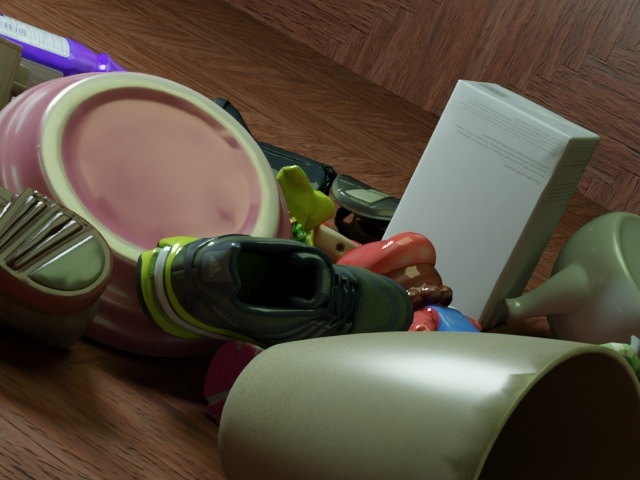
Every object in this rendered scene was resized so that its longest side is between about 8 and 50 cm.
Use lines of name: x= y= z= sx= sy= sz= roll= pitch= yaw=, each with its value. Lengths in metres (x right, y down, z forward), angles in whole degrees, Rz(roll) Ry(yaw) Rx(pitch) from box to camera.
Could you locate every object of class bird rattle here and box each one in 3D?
bird rattle: x=0.000 y=0.000 z=1.876 sx=0.253 sy=0.143 sz=0.207 roll=20 pitch=-2 yaw=-33

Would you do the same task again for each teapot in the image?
teapot: x=0.400 y=0.097 z=2.100 sx=0.256 sy=0.187 sz=0.252 roll=49 pitch=31 yaw=-9

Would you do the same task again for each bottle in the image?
bottle: x=-0.387 y=-0.248 z=2.181 sx=0.283 sy=0.092 sz=0.118 roll=19 pitch=16 yaw=-25

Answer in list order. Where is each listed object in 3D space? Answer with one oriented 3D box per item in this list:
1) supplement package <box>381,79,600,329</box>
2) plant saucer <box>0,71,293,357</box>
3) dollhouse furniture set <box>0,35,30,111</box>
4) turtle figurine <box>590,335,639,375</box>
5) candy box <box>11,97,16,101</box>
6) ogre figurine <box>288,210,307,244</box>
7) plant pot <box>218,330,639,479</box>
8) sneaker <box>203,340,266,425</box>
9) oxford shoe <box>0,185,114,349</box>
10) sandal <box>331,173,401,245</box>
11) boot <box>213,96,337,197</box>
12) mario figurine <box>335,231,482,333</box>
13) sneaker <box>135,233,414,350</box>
supplement package: x=0.220 y=-0.048 z=2.058 sx=0.175 sy=0.293 sz=0.177 roll=29 pitch=14 yaw=18
plant saucer: x=-0.168 y=-0.045 z=1.492 sx=0.332 sy=0.084 sz=0.332 roll=18 pitch=46 yaw=-20
dollhouse furniture set: x=-0.510 y=-0.161 z=1.653 sx=0.355 sy=0.174 sz=0.303 roll=8 pitch=-10 yaw=37
turtle figurine: x=0.233 y=0.198 z=1.343 sx=0.275 sy=0.198 sz=0.266 roll=43 pitch=15 yaw=-44
candy box: x=-0.361 y=-0.141 z=1.831 sx=0.187 sy=0.053 sz=0.109 roll=41 pitch=6 yaw=29
ogre figurine: x=-0.053 y=0.035 z=1.658 sx=0.118 sy=0.097 sz=0.197 roll=65 pitch=19 yaw=-15
plant pot: x=0.063 y=0.170 z=1.150 sx=0.274 sy=0.256 sz=0.256 roll=15 pitch=5 yaw=38
sneaker: x=0.025 y=0.160 z=1.345 sx=0.252 sy=0.103 sz=0.111 roll=32 pitch=17 yaw=24
oxford shoe: x=-0.346 y=-0.017 z=1.331 sx=0.348 sy=0.130 sz=0.123 roll=35 pitch=49 yaw=9
sandal: x=0.075 y=-0.028 z=2.202 sx=0.120 sy=0.086 sz=0.303 roll=25 pitch=-2 yaw=10
boot: x=-0.081 y=-0.110 z=2.183 sx=0.207 sy=0.094 sz=0.246 roll=21 pitch=21 yaw=-3
mario figurine: x=0.120 y=0.132 z=1.670 sx=0.320 sy=0.170 sz=0.198 roll=46 pitch=-13 yaw=31
sneaker: x=-0.017 y=0.056 z=1.398 sx=0.300 sy=0.111 sz=0.121 roll=9 pitch=-14 yaw=-41
